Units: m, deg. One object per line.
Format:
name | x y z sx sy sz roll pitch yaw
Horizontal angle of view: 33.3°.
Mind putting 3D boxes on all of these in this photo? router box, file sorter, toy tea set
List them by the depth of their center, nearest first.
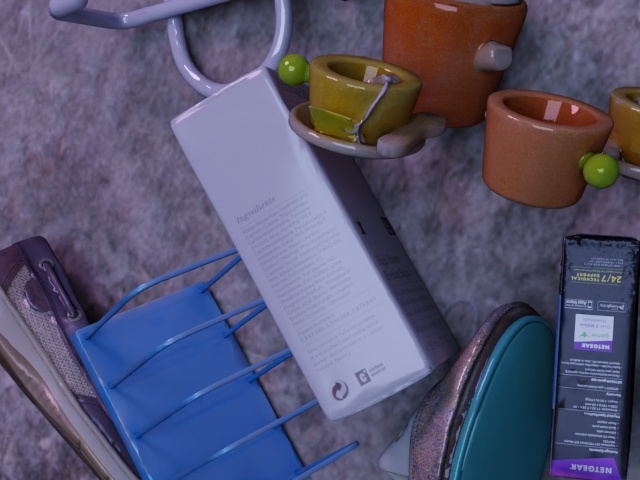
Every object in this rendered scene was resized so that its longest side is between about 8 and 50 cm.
toy tea set | 0.153 -0.101 0.649 0.336 0.200 0.124 17 116 16
router box | 0.171 0.063 0.659 0.046 0.179 0.133 3 91 16
file sorter | -0.069 0.104 0.745 0.104 0.118 0.170 -38 78 48

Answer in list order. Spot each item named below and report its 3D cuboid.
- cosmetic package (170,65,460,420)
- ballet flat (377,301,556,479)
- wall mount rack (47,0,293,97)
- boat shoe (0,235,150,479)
cosmetic package | 0.000 0.000 0.745 0.085 0.117 0.231 -30 83 14
ballet flat | 0.083 0.194 0.727 0.106 0.107 0.316 4 82 48
wall mount rack | -0.067 -0.282 0.734 0.304 0.130 0.350 -8 88 32
boat shoe | -0.162 0.112 0.805 0.092 0.103 0.285 -39 78 -19
